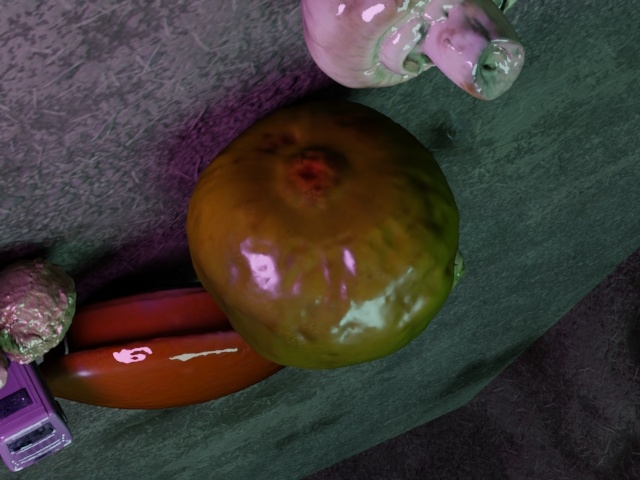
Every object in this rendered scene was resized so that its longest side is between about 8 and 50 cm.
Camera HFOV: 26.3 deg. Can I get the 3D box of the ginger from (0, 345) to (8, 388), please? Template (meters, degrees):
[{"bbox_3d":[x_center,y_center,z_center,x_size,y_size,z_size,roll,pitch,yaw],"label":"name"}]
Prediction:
[{"bbox_3d":[-0.485,0.169,1.618,0.333,0.166,0.080,-35,130,28],"label":"ginger"}]

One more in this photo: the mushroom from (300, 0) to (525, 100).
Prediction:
[{"bbox_3d":[0.113,-0.237,1.320,0.254,0.234,0.260,-25,161,-29],"label":"mushroom"}]

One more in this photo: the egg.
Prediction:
[{"bbox_3d":[-0.344,0.081,1.620,0.116,0.118,0.140,-16,-173,10],"label":"egg"}]

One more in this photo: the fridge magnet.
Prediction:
[{"bbox_3d":[-0.202,0.147,1.844,0.364,0.155,0.363,-7,171,-1],"label":"fridge magnet"}]

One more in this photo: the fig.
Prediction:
[{"bbox_3d":[0.004,0.006,1.647,0.343,0.343,0.343,-28,162,-10],"label":"fig"}]

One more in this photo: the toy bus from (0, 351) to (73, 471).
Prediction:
[{"bbox_3d":[-0.388,0.175,1.680,0.096,0.199,0.108,-28,151,-11],"label":"toy bus"}]

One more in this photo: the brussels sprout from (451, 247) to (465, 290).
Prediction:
[{"bbox_3d":[0.180,0.065,2.426,0.155,0.117,0.155,-54,163,-24],"label":"brussels sprout"}]
